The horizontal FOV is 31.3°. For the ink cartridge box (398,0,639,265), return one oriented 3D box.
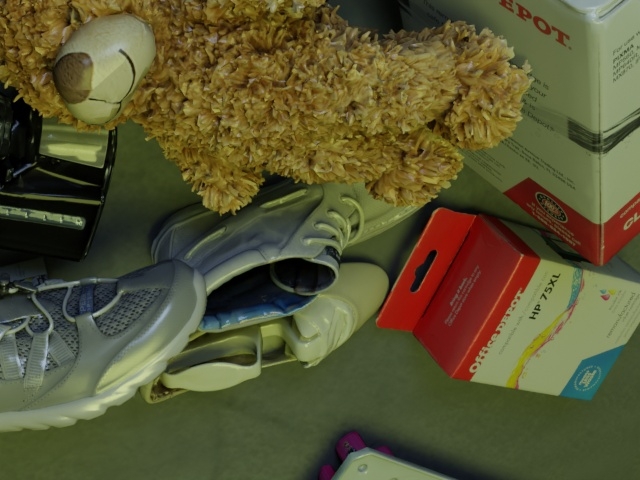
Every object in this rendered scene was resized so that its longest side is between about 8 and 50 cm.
[{"bbox_3d":[0.158,-0.138,0.793,0.114,0.197,0.273,-40,148,-12],"label":"ink cartridge box"}]

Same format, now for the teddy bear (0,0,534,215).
[{"bbox_3d":[-0.037,-0.095,0.704,0.338,0.113,0.245,24,150,-36],"label":"teddy bear"}]

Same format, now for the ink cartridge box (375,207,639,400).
[{"bbox_3d":[0.180,0.061,1.041,0.231,0.078,0.134,12,113,-34],"label":"ink cartridge box"}]

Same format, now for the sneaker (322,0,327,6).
[{"bbox_3d":[-0.039,-0.192,0.807,0.286,0.109,0.130,-34,133,10],"label":"sneaker"}]

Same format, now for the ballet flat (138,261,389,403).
[{"bbox_3d":[-0.045,0.083,0.967,0.248,0.086,0.086,-14,123,-15],"label":"ballet flat"}]

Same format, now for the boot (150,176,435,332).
[{"bbox_3d":[0.000,0.000,0.911,0.258,0.123,0.095,-23,125,-9],"label":"boot"}]

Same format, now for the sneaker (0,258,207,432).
[{"bbox_3d":[-0.216,0.068,0.789,0.281,0.105,0.115,-21,117,-3],"label":"sneaker"}]

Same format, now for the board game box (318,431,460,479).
[{"bbox_3d":[0.073,0.409,1.229,0.390,0.050,0.390,25,107,-32],"label":"board game box"}]

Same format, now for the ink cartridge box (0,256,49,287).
[{"bbox_3d":[-0.261,0.051,0.869,0.115,0.063,0.029,-13,122,-14],"label":"ink cartridge box"}]

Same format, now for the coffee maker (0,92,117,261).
[{"bbox_3d":[-0.247,-0.048,0.800,0.178,0.120,0.171,10,148,-26],"label":"coffee maker"}]
